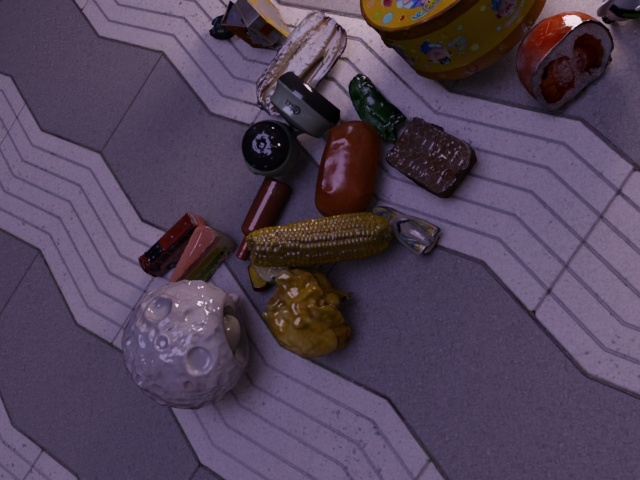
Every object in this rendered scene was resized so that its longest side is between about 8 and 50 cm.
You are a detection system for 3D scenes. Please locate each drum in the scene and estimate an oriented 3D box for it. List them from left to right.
[{"bbox_3d":[0.320,-0.613,1.699,0.431,0.214,0.431,-24,50,32],"label":"drum"}]

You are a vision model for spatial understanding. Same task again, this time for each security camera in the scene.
[{"bbox_3d":[-0.098,-0.294,1.907,0.197,0.191,0.277,40,101,7],"label":"security camera"}]

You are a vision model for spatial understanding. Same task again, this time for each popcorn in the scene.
[{"bbox_3d":[-0.032,0.185,1.743,0.191,0.253,0.190,-49,14,21],"label":"popcorn"}]

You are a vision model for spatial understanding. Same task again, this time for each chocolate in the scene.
[{"bbox_3d":[0.279,-0.200,1.749,0.214,0.093,0.148,39,98,32],"label":"chocolate"}]

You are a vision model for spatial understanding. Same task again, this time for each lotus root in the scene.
[{"bbox_3d":[-0.054,-0.490,2.021,0.329,0.078,0.167,-46,80,15],"label":"lotus root"}]

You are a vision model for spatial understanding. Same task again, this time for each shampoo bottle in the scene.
[{"bbox_3d":[-0.169,-0.058,1.970,0.085,0.085,0.244,29,93,32],"label":"shampoo bottle"}]

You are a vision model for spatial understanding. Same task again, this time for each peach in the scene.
[{"bbox_3d":[-0.170,0.104,1.944,0.083,0.050,0.077,23,67,23],"label":"peach"}]

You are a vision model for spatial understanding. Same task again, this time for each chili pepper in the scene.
[{"bbox_3d":[0.149,-0.348,1.881,0.098,0.061,0.224,-49,62,25],"label":"chili pepper"}]

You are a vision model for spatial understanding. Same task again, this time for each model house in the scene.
[{"bbox_3d":[-0.204,-0.634,2.068,0.136,0.219,0.207,-38,61,22],"label":"model house"}]

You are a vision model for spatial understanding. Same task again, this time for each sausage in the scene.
[{"bbox_3d":[0.070,-0.181,1.824,0.141,0.153,0.268,14,83,-8],"label":"sausage"}]

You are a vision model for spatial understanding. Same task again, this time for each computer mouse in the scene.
[{"bbox_3d":[-0.300,-0.669,2.226,0.135,0.047,0.079,15,91,43],"label":"computer mouse"}]

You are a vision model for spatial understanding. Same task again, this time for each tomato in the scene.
[{"bbox_3d":[0.545,-0.430,1.636,0.214,0.181,0.155,-38,44,7],"label":"tomato"}]

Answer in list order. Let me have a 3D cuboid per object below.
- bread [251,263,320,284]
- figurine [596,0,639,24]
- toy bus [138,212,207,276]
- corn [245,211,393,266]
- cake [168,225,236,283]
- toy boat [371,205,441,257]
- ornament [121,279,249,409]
[{"bbox_3d":[-0.091,0.046,1.862,0.148,0.141,0.134,-45,61,11],"label":"bread"},{"bbox_3d":[0.692,-0.553,1.573,0.147,0.192,0.126,-25,74,-20],"label":"figurine"},{"bbox_3d":[-0.436,0.015,2.092,0.235,0.096,0.074,-40,59,13],"label":"toy bus"},{"bbox_3d":[0.000,0.000,1.725,0.363,0.120,0.121,-6,71,-5],"label":"corn"},{"bbox_3d":[-0.352,0.057,2.025,0.225,0.109,0.090,-49,60,9],"label":"cake"},{"bbox_3d":[0.206,-0.033,1.762,0.210,0.066,0.084,33,92,32],"label":"toy boat"},{"bbox_3d":[-0.353,0.272,1.838,0.337,0.337,0.337,-8,73,27],"label":"ornament"}]
